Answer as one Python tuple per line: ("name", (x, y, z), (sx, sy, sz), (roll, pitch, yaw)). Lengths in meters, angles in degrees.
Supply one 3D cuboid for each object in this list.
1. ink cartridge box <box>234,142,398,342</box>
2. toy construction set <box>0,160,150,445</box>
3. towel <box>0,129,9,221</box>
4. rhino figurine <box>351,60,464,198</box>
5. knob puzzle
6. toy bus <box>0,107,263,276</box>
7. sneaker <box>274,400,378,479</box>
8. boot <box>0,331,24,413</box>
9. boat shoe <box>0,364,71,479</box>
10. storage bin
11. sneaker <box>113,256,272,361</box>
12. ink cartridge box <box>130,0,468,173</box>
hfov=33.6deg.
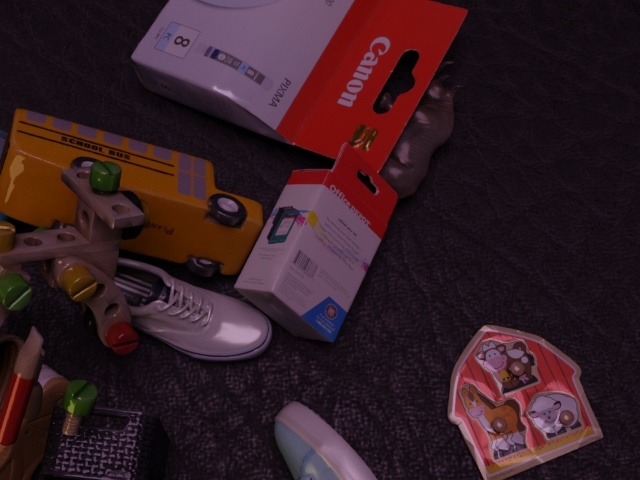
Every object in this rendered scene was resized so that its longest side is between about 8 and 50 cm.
("ink cartridge box", (0.000, 0.000, 1.393), (0.078, 0.134, 0.231), (3, 59, 46))
("toy construction set", (-0.299, 0.040, 1.170), (0.257, 0.237, 0.309), (13, 27, -21))
("towel", (-0.564, -0.033, 1.391), (0.271, 0.040, 0.370), (26, 61, 18))
("rhino figurine", (0.130, -0.159, 1.498), (0.106, 0.073, 0.243), (27, 71, 14))
("knob puzzle", (0.255, 0.197, 1.387), (0.213, 0.030, 0.213), (1, 68, -2))
("toy bus", (-0.246, -0.059, 1.377), (0.333, 0.108, 0.130), (15, 36, -20))
("sneaker", (0.021, 0.368, 1.253), (0.150, 0.135, 0.366), (-28, 72, -18))
("boot", (-0.483, 0.205, 1.273), (0.203, 0.095, 0.262), (11, 58, 40))
("boat shoe", (-0.410, 0.272, 1.303), (0.096, 0.098, 0.277), (29, 76, 37))
("storage bin", (-0.252, 0.258, 1.260), (0.122, 0.180, 0.084), (7, 69, 0))
("sneaker", (-0.188, 0.091, 1.376), (0.258, 0.091, 0.094), (14, 69, 3))
("ink cartridge box", (-0.028, -0.293, 1.501), (0.385, 0.091, 0.308), (22, 68, 19))
